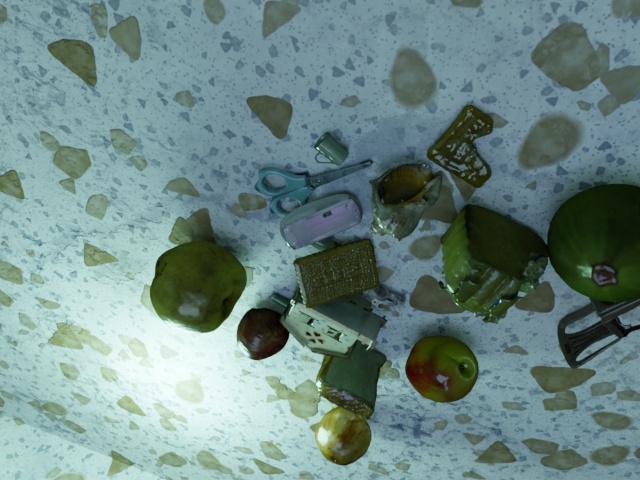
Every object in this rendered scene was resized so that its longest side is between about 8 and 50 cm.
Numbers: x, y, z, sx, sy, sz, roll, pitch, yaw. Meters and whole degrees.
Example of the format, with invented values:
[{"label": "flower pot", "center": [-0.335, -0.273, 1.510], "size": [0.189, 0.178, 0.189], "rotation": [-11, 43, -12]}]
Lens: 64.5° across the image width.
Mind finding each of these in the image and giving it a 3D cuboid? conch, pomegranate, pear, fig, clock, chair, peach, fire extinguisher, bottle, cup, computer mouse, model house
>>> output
[{"label": "conch", "center": [0.217, -0.112, 1.354], "size": [0.245, 0.163, 0.178], "rotation": [-36, 132, 4]}, {"label": "pomegranate", "center": [0.095, 0.784, 2.050], "size": [0.248, 0.248, 0.248], "rotation": [8, 129, 10]}, {"label": "pear", "center": [-0.405, 0.144, 1.651], "size": [0.304, 0.304, 0.304], "rotation": [8, 129, 10]}, {"label": "fig", "center": [0.691, 0.020, 1.210], "size": [0.316, 0.316, 0.316], "rotation": [8, 129, 10]}, {"label": "clock", "center": [0.215, 0.186, 1.631], "size": [0.129, 0.087, 0.041], "rotation": [22, 130, -12]}, {"label": "fig", "center": [-0.212, 0.325, 1.807], "size": [0.205, 0.205, 0.205], "rotation": [8, 129, 10]}, {"label": "chair", "center": [0.785, 0.206, 1.424], "size": [0.183, 0.176, 0.326], "rotation": [37, 122, -25]}, {"label": "peach", "center": [0.398, 0.423, 1.678], "size": [0.231, 0.231, 0.231], "rotation": [8, 129, 10]}, {"label": "fire extinguisher", "center": [0.000, 0.000, 1.566], "size": [0.177, 0.050, 0.062], "rotation": [30, 103, -9]}, {"label": "bottle", "center": [-0.136, 0.215, 1.785], "size": [0.083, 0.030, 0.030], "rotation": [29, 129, -6]}, {"label": "cup", "center": [0.027, -0.236, 1.357], "size": [0.083, 0.075, 0.054], "rotation": [38, 150, -18]}, {"label": "computer mouse", "center": [0.002, -0.057, 1.489], "size": [0.245, 0.056, 0.126], "rotation": [-23, 122, 6]}, {"label": "model house", "center": [0.031, 0.270, 1.707], "size": [0.326, 0.169, 0.244], "rotation": [27, 137, 0]}]

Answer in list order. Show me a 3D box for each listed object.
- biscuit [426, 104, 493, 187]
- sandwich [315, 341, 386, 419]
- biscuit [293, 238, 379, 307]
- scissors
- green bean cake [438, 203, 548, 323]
[{"label": "biscuit", "center": [0.382, -0.235, 1.277], "size": [0.174, 0.039, 0.183], "rotation": [28, 130, -5]}, {"label": "sandwich", "center": [0.109, 0.461, 1.768], "size": [0.226, 0.251, 0.087], "rotation": [26, 128, -2]}, {"label": "biscuit", "center": [0.055, 0.103, 1.553], "size": [0.254, 0.029, 0.172], "rotation": [-17, 111, -8]}, {"label": "scissors", "center": [-0.016, -0.169, 1.453], "size": [0.360, 0.029, 0.191], "rotation": [-17, 126, 22]}, {"label": "green bean cake", "center": [0.453, 0.085, 1.333], "size": [0.285, 0.310, 0.202], "rotation": [27, 127, -3]}]
